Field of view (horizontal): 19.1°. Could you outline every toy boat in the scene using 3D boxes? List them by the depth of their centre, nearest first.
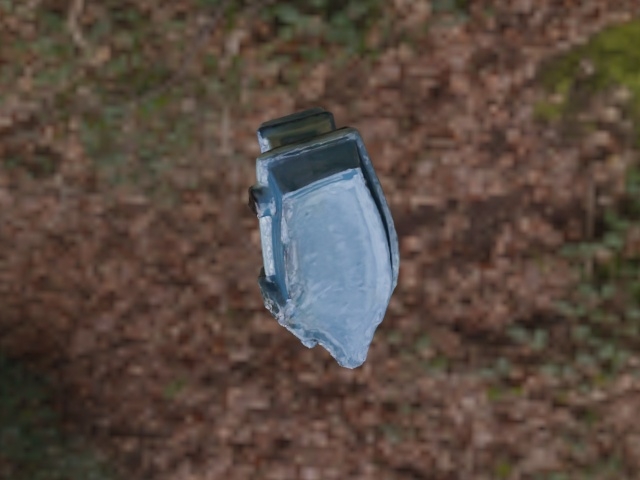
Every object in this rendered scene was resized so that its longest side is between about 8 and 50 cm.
[{"bbox_3d":[0.000,0.000,1.423,0.109,0.098,0.238,-17,137,-6],"label":"toy boat"}]
